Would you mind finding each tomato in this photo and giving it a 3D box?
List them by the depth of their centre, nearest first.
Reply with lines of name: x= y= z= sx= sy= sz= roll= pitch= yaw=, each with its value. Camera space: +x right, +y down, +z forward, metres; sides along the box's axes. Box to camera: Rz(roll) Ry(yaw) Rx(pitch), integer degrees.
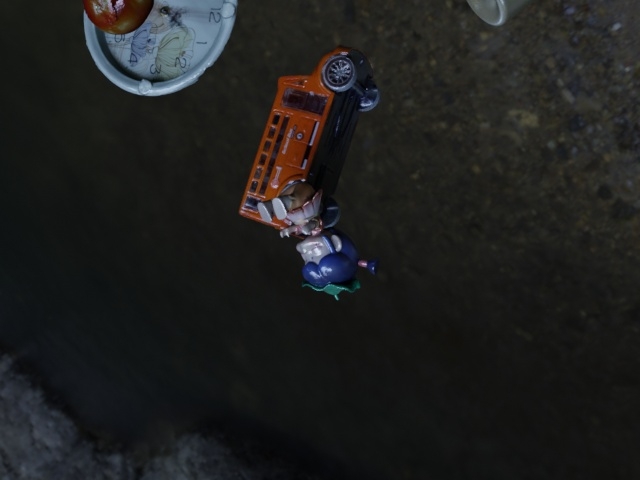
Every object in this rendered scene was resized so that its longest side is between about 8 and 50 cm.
tomato: x=-0.246 y=-0.290 z=1.053 sx=0.087 sy=0.075 sz=0.087 roll=7 pitch=106 yaw=27

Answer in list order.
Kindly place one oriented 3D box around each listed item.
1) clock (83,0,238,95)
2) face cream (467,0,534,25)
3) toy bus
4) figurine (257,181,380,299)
clock: x=-0.211 y=-0.309 z=1.192 sx=0.236 sy=0.236 sz=0.053 roll=45 pitch=-169 yaw=16
face cream: x=0.325 y=-0.392 z=1.078 sx=0.084 sy=0.341 sz=0.137 roll=54 pitch=171 yaw=-10
toy bus: x=-0.018 y=-0.172 z=1.503 sx=0.153 sy=0.329 sz=0.143 roll=19 pitch=180 yaw=23
figurine: x=0.000 y=0.000 z=1.335 sx=0.111 sy=0.102 sz=0.195 roll=-7 pitch=115 yaw=54
